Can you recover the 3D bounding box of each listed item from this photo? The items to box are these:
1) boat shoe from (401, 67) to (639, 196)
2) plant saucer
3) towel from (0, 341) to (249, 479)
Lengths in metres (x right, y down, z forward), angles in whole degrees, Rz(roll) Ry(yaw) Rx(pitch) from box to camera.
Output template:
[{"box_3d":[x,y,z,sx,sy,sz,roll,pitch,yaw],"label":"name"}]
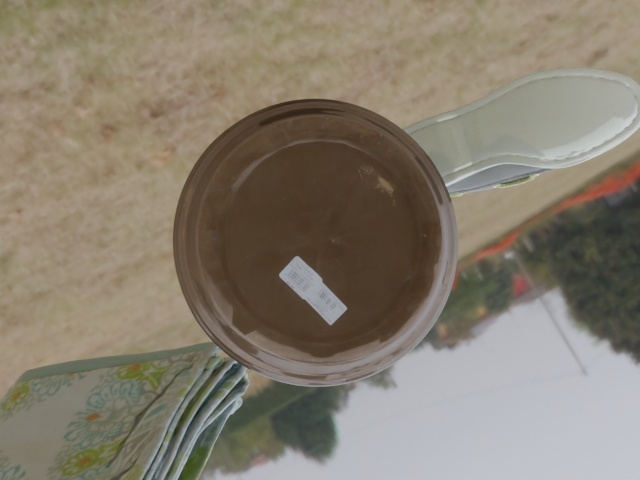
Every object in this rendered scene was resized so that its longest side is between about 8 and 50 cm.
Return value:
[{"box_3d":[0.219,-0.118,1.205,0.305,0.109,0.091,-15,173,25],"label":"boat shoe"},{"box_3d":[0.000,0.000,1.008,0.277,0.278,0.041,-29,-179,-9],"label":"plant saucer"},{"box_3d":[-0.288,0.258,1.218,0.374,0.090,0.320,-14,-152,29],"label":"towel"}]
